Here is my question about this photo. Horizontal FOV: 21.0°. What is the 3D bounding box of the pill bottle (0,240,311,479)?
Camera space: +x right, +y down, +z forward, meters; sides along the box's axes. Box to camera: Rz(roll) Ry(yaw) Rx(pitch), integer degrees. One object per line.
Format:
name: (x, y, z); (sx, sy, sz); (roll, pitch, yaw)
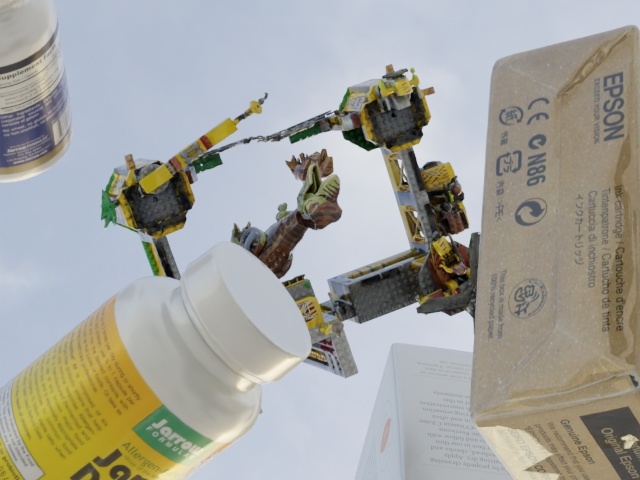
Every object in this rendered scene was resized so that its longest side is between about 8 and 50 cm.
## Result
pill bottle: (-0.111, 0.095, 1.056); (0.208, 0.117, 0.117); (-38, -67, 17)

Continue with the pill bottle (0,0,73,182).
pill bottle: (-0.224, -0.129, 1.182); (0.094, 0.094, 0.169); (-15, -41, -14)

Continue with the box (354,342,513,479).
box: (0.129, 0.288, 1.536); (0.168, 0.345, 0.215); (8, -53, -7)

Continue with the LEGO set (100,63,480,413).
LEGO set: (0.000, 0.000, 1.388); (0.331, 0.192, 0.254); (-13, -83, -18)

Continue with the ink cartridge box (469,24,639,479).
ink cartridge box: (0.155, 0.040, 0.885); (0.088, 0.234, 0.193); (-14, -43, 24)
